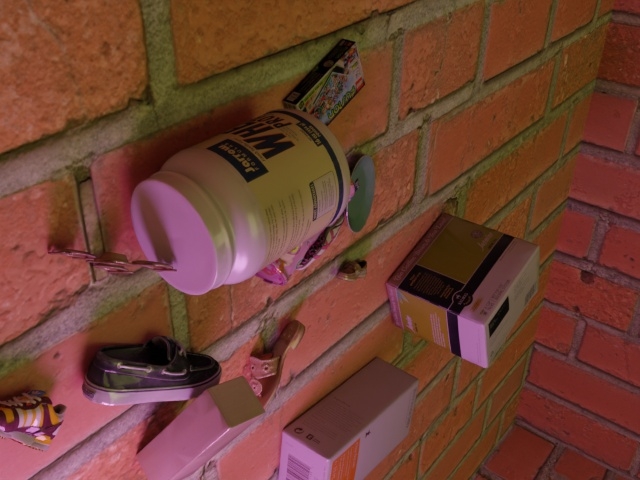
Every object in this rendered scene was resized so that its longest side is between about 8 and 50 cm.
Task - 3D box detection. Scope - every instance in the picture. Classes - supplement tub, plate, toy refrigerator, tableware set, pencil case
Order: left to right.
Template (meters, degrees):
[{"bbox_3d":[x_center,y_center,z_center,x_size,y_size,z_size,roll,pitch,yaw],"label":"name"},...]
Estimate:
[{"bbox_3d":[-0.317,0.035,1.072,0.169,0.141,0.020,21,73,-60],"label":"tableware set"},{"bbox_3d":[-0.236,0.370,1.347,0.269,0.094,0.102,-45,160,31],"label":"toy refrigerator"},{"bbox_3d":[-0.128,-0.070,1.186,0.325,0.235,0.235,-34,137,-42],"label":"supplement tub"},{"bbox_3d":[-0.040,-0.038,1.451,0.284,0.124,0.124,-52,146,-26],"label":"pencil case"},{"bbox_3d":[0.089,-0.111,1.658,0.188,0.024,0.188,10,90,-67],"label":"plate"}]

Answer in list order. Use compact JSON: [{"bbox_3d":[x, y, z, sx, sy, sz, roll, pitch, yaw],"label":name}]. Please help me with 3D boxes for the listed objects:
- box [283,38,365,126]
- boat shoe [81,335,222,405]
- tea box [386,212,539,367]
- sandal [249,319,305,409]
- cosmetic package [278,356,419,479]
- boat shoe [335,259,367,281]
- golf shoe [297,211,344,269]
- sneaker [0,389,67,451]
[{"bbox_3d":[0.012,-0.303,1.432,0.207,0.036,0.114,-51,146,-23],"label":"box"},{"bbox_3d":[-0.288,0.224,1.278,0.301,0.108,0.102,7,106,-50],"label":"boat shoe"},{"bbox_3d":[0.424,0.138,2.072,0.329,0.323,0.220,-47,143,-27],"label":"tea box"},{"bbox_3d":[-0.125,0.274,1.602,0.079,0.088,0.240,40,66,-26],"label":"sandal"},{"bbox_3d":[0.087,0.550,1.999,0.453,0.161,0.230,-28,132,-46],"label":"cosmetic package"},{"bbox_3d":[0.080,0.073,1.781,0.135,0.050,0.045,-13,118,-65],"label":"boat shoe"},{"bbox_3d":[0.000,0.000,1.588,0.186,0.067,0.086,-53,148,-20],"label":"golf shoe"},{"bbox_3d":[-0.465,0.260,1.074,0.084,0.069,0.185,-64,156,-20],"label":"sneaker"}]
